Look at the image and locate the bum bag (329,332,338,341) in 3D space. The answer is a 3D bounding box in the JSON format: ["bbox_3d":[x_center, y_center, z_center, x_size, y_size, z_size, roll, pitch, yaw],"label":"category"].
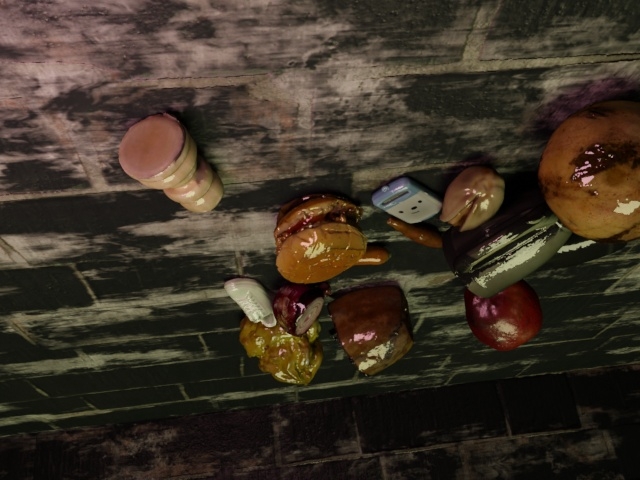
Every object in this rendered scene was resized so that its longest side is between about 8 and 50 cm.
[{"bbox_3d":[0.132,0.380,2.421,0.197,0.049,0.087,-5,157,-7],"label":"bum bag"}]

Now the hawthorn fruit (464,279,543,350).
[{"bbox_3d":[0.615,0.224,2.056,0.265,0.265,0.307,-21,128,23],"label":"hawthorn fruit"}]

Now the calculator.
[{"bbox_3d":[0.224,-0.101,1.536,0.121,0.039,0.210,-30,145,33],"label":"calculator"}]

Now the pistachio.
[{"bbox_3d":[0.374,-0.103,1.480,0.143,0.144,0.215,0,156,-15],"label":"pistachio"}]

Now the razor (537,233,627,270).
[{"bbox_3d":[0.747,0.014,1.821,0.348,0.114,0.204,-19,153,20],"label":"razor"}]

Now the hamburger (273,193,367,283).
[{"bbox_3d":[0.000,0.000,1.533,0.244,0.163,0.244,-6,151,-3],"label":"hamburger"}]

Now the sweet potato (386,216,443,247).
[{"bbox_3d":[0.272,-0.022,1.685,0.264,0.058,0.057,17,143,-38],"label":"sweet potato"}]

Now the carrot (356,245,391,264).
[{"bbox_3d":[0.076,0.051,1.774,0.270,0.066,0.062,-6,109,1],"label":"carrot"}]

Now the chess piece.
[{"bbox_3d":[-0.284,-0.137,1.239,0.142,0.143,0.261,-14,156,12],"label":"chess piece"}]

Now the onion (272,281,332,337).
[{"bbox_3d":[-0.056,0.196,1.939,0.218,0.139,0.195,-41,148,-31],"label":"onion"}]

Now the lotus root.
[{"bbox_3d":[0.210,0.312,2.071,0.249,0.316,0.316,-25,149,15],"label":"lotus root"}]

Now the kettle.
[{"bbox_3d":[0.492,-0.012,1.556,0.320,0.229,0.324,-12,159,-49],"label":"kettle"}]

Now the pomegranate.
[{"bbox_3d":[0.625,-0.146,1.283,0.321,0.323,0.322,-6,153,-3],"label":"pomegranate"}]

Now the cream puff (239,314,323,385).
[{"bbox_3d":[-0.132,0.386,2.144,0.290,0.257,0.324,-12,153,-1],"label":"cream puff"}]

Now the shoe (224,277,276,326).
[{"bbox_3d":[-0.212,0.203,1.924,0.095,0.110,0.265,-19,153,22],"label":"shoe"}]
